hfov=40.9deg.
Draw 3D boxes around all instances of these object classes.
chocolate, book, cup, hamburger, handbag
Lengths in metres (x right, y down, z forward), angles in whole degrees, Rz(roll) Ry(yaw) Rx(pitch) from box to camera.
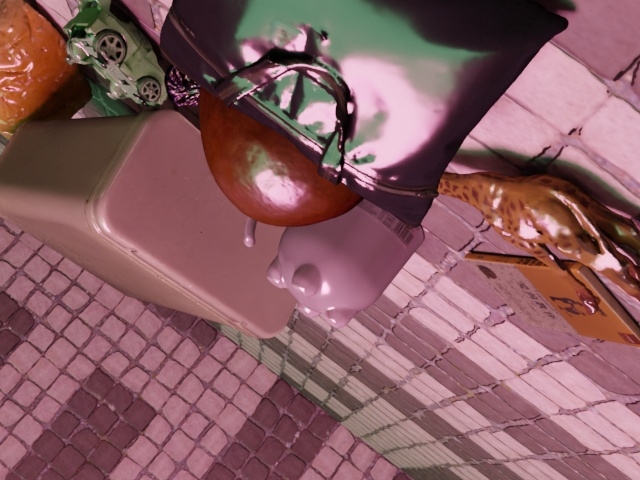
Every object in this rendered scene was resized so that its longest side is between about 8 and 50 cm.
[{"bbox_3d":[-0.102,-0.167,0.890,0.147,0.072,0.070,7,106,48],"label":"chocolate"},{"bbox_3d":[0.230,0.057,0.854,0.118,0.012,0.172,43,164,-22],"label":"book"},{"bbox_3d":[0.007,0.002,0.958,0.173,0.142,0.134,42,165,-14],"label":"cup"},{"bbox_3d":[-0.034,-0.097,0.741,0.176,0.177,0.177,35,165,11],"label":"chocolate"},{"bbox_3d":[-0.424,-0.244,1.238,0.135,0.155,0.208,33,157,3],"label":"hamburger"},{"bbox_3d":[0.007,-0.136,0.589,0.254,0.089,0.211,34,138,4],"label":"handbag"}]

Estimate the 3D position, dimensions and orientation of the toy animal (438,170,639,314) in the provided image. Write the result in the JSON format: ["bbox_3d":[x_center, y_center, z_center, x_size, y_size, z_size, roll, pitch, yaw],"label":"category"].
[{"bbox_3d":[0.159,-0.021,0.712,0.275,0.054,0.149,29,166,20],"label":"toy animal"}]

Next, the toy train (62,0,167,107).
[{"bbox_3d":[-0.236,-0.221,1.002,0.099,0.081,0.149,15,159,51],"label":"toy train"}]

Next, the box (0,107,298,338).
[{"bbox_3d":[-0.245,-0.025,1.214,0.343,0.177,0.352,7,156,43],"label":"box"}]
